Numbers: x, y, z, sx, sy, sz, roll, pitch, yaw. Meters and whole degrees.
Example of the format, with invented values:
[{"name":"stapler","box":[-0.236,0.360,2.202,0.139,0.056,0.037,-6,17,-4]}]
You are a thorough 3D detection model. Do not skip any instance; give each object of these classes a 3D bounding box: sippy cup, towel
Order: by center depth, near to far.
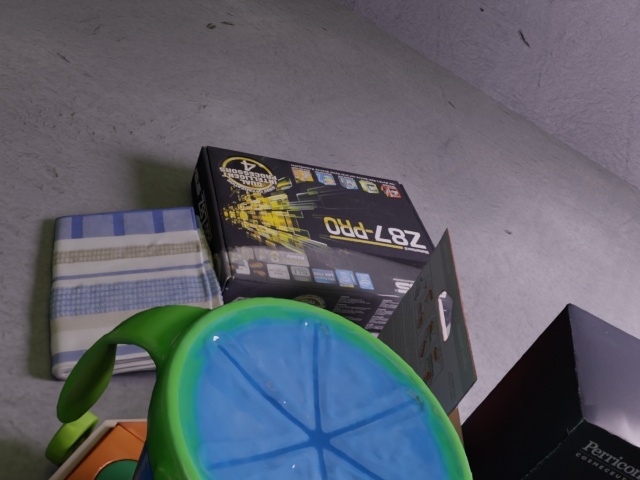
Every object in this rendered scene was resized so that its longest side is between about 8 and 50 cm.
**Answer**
[{"name":"sippy cup","box":[-0.045,0.201,0.466,0.240,0.224,0.305,3,41,-41]},{"name":"towel","box":[-0.238,0.055,0.815,0.209,0.034,0.285,-5,41,-19]}]

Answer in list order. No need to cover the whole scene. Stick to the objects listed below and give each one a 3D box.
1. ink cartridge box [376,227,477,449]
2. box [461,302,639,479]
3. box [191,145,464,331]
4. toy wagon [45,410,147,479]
[{"name":"ink cartridge box","box":[0.139,0.155,0.783,0.060,0.239,0.275,21,34,-10]},{"name":"box","box":[0.324,0.295,0.658,0.343,0.312,0.179,28,34,0]},{"name":"box","box":[0.000,0.000,1.028,0.395,0.097,0.318,9,41,-24]},{"name":"toy wagon","box":[-0.142,0.261,0.577,0.267,0.068,0.344,35,30,2]}]
